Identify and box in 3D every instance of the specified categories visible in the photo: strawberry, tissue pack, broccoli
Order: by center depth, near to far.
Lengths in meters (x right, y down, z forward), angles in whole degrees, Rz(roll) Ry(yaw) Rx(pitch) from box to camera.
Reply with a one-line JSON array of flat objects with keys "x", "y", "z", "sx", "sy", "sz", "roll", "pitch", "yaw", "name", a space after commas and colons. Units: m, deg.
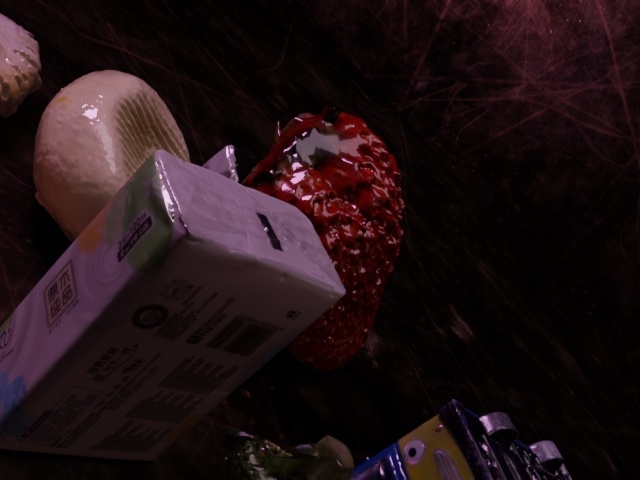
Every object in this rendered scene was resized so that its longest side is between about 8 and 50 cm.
[{"x": -0.128, "y": 0.042, "z": 0.575, "sx": 0.159, "sy": 0.229, "sz": 0.145, "roll": 23, "pitch": 30, "yaw": -46, "name": "tissue pack"}, {"x": -0.024, "y": 0.212, "z": 0.626, "sx": 0.130, "sy": 0.120, "sz": 0.131, "roll": 40, "pitch": 13, "yaw": -23, "name": "broccoli"}, {"x": -0.001, "y": 0.001, "z": 0.879, "sx": 0.258, "sy": 0.261, "sz": 0.261, "roll": 42, "pitch": 21, "yaw": -3, "name": "strawberry"}]

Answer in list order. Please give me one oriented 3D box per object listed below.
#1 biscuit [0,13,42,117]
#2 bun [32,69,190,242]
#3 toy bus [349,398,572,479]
[{"x": -0.374, "y": -0.189, "z": 0.714, "sx": 0.281, "sy": 0.084, "sz": 0.179, "roll": 19, "pitch": 34, "yaw": -52, "name": "biscuit"}, {"x": -0.212, "y": -0.064, "z": 0.770, "sx": 0.222, "sy": 0.128, "sz": 0.222, "roll": -14, "pitch": 90, "yaw": -80, "name": "bun"}, {"x": 0.155, "y": 0.275, "z": 0.741, "sx": 0.288, "sy": 0.175, "sz": 0.138, "roll": 36, "pitch": 24, "yaw": -46, "name": "toy bus"}]
